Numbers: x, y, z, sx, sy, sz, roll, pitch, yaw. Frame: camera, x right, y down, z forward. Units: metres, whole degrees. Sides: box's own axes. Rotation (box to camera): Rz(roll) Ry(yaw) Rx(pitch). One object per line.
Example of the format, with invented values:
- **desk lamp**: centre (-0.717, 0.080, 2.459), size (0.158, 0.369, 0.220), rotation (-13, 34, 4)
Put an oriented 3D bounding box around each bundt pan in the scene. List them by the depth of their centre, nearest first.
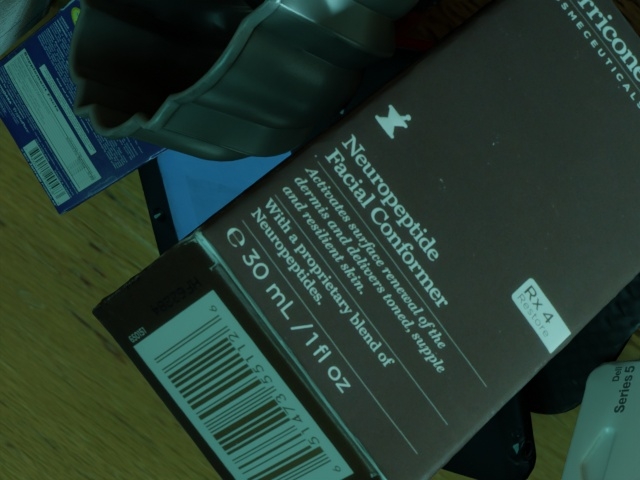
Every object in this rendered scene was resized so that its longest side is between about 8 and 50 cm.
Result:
- **bundt pan**: centre (-0.030, -0.196, 1.338), size (0.124, 0.331, 0.331), rotation (25, 139, -29)

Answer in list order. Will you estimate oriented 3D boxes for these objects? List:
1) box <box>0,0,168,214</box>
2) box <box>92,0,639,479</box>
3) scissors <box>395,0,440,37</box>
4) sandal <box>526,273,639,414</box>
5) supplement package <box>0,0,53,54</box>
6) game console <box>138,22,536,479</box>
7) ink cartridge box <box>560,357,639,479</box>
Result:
- **box**: centre (-0.189, -0.109, 1.595), size (0.136, 0.036, 0.225), rotation (60, 149, -4)
- **box**: centre (0.070, -0.001, 1.213), size (0.191, 0.381, 0.143), rotation (52, 140, -3)
- **scissors**: centre (0.078, -0.174, 1.471), size (0.297, 0.021, 0.109), rotation (-16, 112, 35)
- **sandal**: centre (0.220, -0.019, 1.462), size (0.167, 0.107, 0.446), rotation (37, 145, -1)
- **supplement package**: centre (-0.284, -0.265, 1.514), size (0.194, 0.149, 0.203), rotation (37, 133, 1)
- **game console**: centre (0.000, 0.000, 1.560), size (0.342, 0.060, 0.386), rotation (17, 132, 38)
- **ink cartridge box**: centre (0.290, 0.242, 1.488), size (0.115, 0.198, 0.273), rotation (-10, 134, 35)
